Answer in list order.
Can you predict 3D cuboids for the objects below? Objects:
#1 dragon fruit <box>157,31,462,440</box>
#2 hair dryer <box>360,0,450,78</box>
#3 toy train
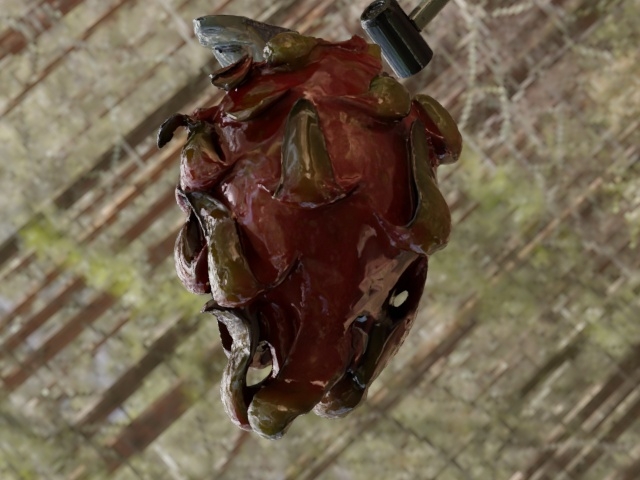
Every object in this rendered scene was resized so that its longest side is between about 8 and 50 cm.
[{"bbox_3d":[-0.011,-0.010,1.155,0.243,0.307,0.227,38,-175,36],"label":"dragon fruit"},{"bbox_3d":[0.140,-0.311,1.881,0.057,0.198,0.100,11,144,54],"label":"hair dryer"},{"bbox_3d":[-0.070,-0.185,1.380,0.234,0.052,0.051,-19,-77,-76],"label":"toy train"}]
